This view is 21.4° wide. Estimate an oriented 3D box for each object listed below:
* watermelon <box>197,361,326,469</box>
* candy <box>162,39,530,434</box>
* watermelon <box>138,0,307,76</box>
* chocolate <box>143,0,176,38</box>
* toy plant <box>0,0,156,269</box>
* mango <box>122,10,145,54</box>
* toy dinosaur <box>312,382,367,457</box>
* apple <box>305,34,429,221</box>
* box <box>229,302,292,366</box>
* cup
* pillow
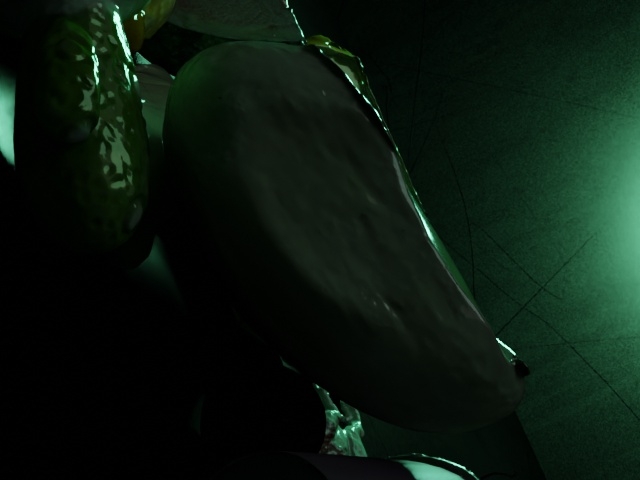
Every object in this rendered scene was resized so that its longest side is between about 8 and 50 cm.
[{"bbox_3d":[-0.056,0.154,1.404,0.133,0.105,0.105,-7,68,-52],"label":"watermelon"},{"bbox_3d":[0.000,0.000,1.457,0.386,0.186,0.427,52,0,-11],"label":"candy"},{"bbox_3d":[-0.130,-0.247,1.823,0.256,0.176,0.260,34,-22,1],"label":"watermelon"},{"bbox_3d":[-0.237,-0.309,1.591,0.134,0.134,0.309,-106,170,-47],"label":"chocolate"},{"bbox_3d":[-0.188,-0.139,1.320,0.224,0.184,0.316,79,-3,-73],"label":"toy plant"},{"bbox_3d":[-0.215,-0.210,1.523,0.159,0.084,0.105,-5,98,-75],"label":"mango"},{"bbox_3d":[0.030,0.240,1.744,0.242,0.053,0.167,59,12,-23],"label":"toy dinosaur"},{"bbox_3d":[0.025,-0.097,2.239,0.346,0.179,0.254,64,22,-2],"label":"apple"},{"bbox_3d":[-0.032,-0.012,1.803,0.149,0.155,0.231,41,25,-58],"label":"box"},{"bbox_3d":[0.017,0.248,1.340,0.288,0.203,0.203,30,34,-62],"label":"cup"},{"bbox_3d":[-0.163,-0.084,1.555,0.270,0.067,0.173,-26,94,-78],"label":"pillow"}]
